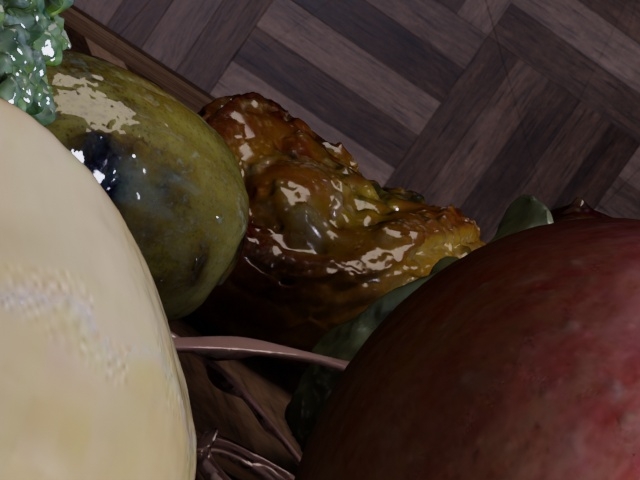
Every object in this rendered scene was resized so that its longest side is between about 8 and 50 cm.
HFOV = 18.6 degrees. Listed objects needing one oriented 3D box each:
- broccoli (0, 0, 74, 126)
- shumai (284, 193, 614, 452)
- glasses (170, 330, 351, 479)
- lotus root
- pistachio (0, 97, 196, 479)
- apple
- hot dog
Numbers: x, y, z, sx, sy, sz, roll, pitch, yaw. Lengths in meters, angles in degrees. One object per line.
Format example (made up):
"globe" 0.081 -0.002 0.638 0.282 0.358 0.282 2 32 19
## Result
"broccoli" -0.256 -0.103 0.929 0.248 0.245 0.288 28 40 -39
"shumai" 0.123 0.092 1.181 0.256 0.218 0.189 18 23 -11
"glasses" -0.041 0.103 1.034 0.255 0.095 0.162 30 16 -23
"lotus root" -0.163 -0.043 1.199 0.278 0.154 0.154 25 11 -32
"pistachio" -0.130 0.047 0.563 0.162 0.181 0.293 32 -12 31
"apple" 0.130 0.155 0.843 0.345 0.269 0.345 50 -1 1
"hot dog" 0.000 0.000 1.601 0.267 0.174 0.387 34 7 8
